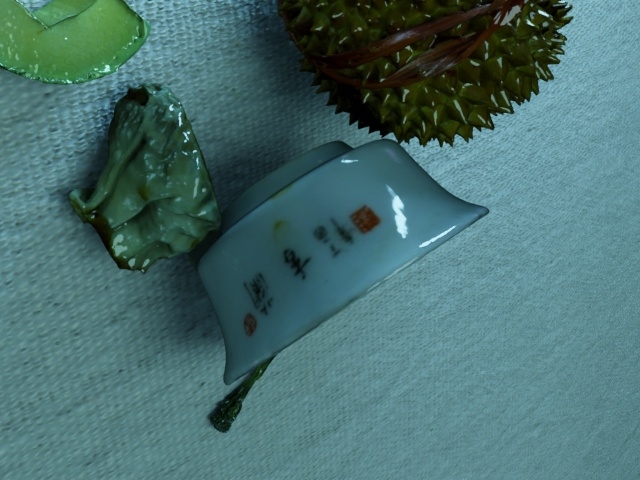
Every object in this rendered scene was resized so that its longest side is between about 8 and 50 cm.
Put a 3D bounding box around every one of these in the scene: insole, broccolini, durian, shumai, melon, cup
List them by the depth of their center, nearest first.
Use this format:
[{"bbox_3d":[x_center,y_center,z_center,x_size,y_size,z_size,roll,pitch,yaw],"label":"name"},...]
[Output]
[{"bbox_3d":[-0.266,-0.207,0.769,0.209,0.064,0.118,32,80,-45],"label":"melon"},{"bbox_3d":[-0.186,-0.063,0.880,0.142,0.184,0.184,-23,123,-6],"label":"shumai"},{"bbox_3d":[0.000,0.000,0.951,0.347,0.347,0.163,-29,83,-38],"label":"cup"},{"bbox_3d":[0.116,-0.278,0.968,0.384,0.347,0.347,11,95,-36],"label":"durian"},{"bbox_3d":[-0.102,0.041,1.060,0.192,0.010,0.063,46,68,-43],"label":"insole"},{"bbox_3d":[-0.093,0.194,1.114,0.140,0.030,0.035,-50,142,-29],"label":"broccolini"}]
